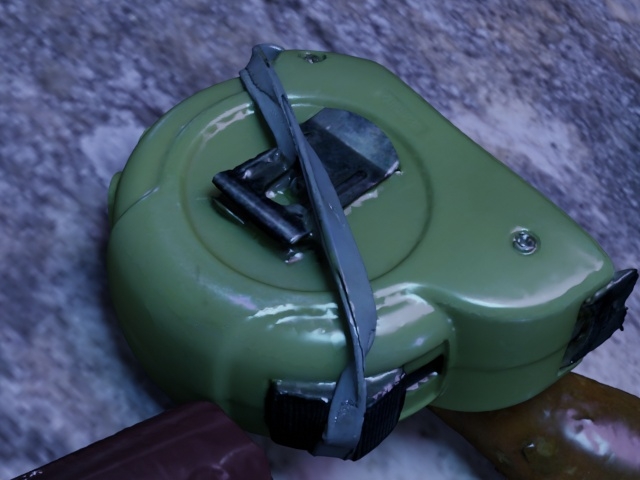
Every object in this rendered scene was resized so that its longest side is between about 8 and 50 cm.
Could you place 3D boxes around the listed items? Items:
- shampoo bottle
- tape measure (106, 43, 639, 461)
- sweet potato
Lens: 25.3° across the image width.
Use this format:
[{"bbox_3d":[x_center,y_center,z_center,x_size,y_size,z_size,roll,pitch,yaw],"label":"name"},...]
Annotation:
[{"bbox_3d":[-0.116,0.117,0.469,0.236,0.067,0.068,-23,81,-45],"label":"shampoo bottle"},{"bbox_3d":[0.000,0.000,0.592,0.175,0.106,0.200,-30,62,-25],"label":"tape measure"},{"bbox_3d":[0.150,0.109,0.669,0.346,0.079,0.108,22,17,-18],"label":"sweet potato"}]
